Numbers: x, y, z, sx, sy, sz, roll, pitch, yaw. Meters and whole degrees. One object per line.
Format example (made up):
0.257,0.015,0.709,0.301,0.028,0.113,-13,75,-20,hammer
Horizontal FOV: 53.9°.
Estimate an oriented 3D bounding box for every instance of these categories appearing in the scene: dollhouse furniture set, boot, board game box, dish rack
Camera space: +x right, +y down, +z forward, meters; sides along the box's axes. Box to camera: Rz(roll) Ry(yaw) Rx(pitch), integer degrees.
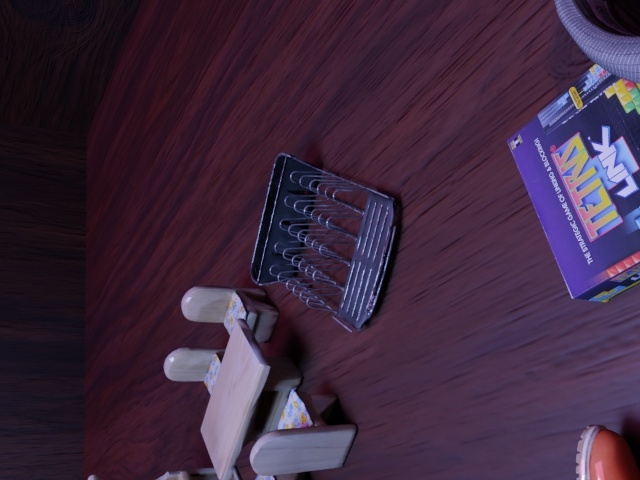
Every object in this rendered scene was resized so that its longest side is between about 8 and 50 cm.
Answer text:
-0.190,0.316,0.969,0.362,0.257,0.394,48,125,51,dollhouse furniture set
0.247,0.211,0.461,0.085,0.059,0.157,-33,65,49,boot
0.244,-0.055,0.520,0.141,0.048,0.170,-45,47,44,board game box
0.000,0.000,0.892,0.271,0.074,0.208,31,111,57,dish rack

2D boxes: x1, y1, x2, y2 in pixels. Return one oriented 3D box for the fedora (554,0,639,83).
0.288,-0.219,0.403,0.275,0.124,0.243,140,130,-56,fedora
